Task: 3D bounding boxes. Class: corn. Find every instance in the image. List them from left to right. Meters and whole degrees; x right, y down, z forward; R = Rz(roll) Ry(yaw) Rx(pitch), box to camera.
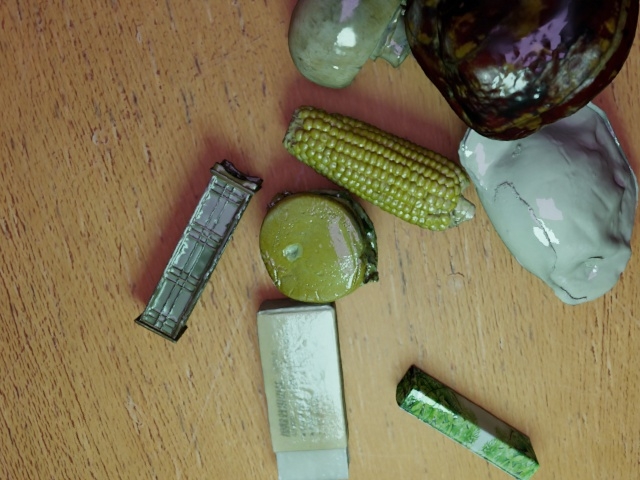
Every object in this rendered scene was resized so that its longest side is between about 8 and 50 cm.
[{"bbox_3d":[0.102,-0.123,1.178,0.346,0.130,0.130,27,102,0],"label":"corn"}]

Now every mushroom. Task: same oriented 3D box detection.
[{"bbox_3d":[0.061,-0.353,1.102,0.195,0.189,0.254,34,103,-1],"label":"mushroom"}]

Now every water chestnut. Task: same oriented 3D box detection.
[{"bbox_3d":[0.301,-0.310,1.020,0.335,0.346,0.336,-10,74,39],"label":"water chestnut"}]

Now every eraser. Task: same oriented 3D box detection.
[{"bbox_3d":[-0.027,0.276,1.293,0.143,0.078,0.344,-4,102,4],"label":"eraser"}]

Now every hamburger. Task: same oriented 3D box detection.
[{"bbox_3d":[0.000,0.000,1.201,0.189,0.122,0.215,-27,95,28],"label":"hamburger"}]

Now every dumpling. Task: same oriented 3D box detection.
[{"bbox_3d":[0.403,-0.080,1.153,0.260,0.181,0.341,-37,76,-2],"label":"dumpling"}]

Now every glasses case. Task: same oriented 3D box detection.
[{"bbox_3d":[0.266,0.339,1.282,0.272,0.095,0.062,32,106,-3],"label":"glasses case"}]

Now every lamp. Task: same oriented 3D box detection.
[{"bbox_3d":[-0.216,0.019,1.245,0.090,0.089,0.326,29,101,-2],"label":"lamp"}]

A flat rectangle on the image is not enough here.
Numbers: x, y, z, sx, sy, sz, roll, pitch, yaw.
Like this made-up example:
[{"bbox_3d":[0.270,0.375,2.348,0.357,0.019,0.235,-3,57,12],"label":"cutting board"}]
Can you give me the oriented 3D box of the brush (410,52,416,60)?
[{"bbox_3d":[0.247,-0.378,1.160,0.233,0.047,0.103,-34,101,14],"label":"brush"}]
